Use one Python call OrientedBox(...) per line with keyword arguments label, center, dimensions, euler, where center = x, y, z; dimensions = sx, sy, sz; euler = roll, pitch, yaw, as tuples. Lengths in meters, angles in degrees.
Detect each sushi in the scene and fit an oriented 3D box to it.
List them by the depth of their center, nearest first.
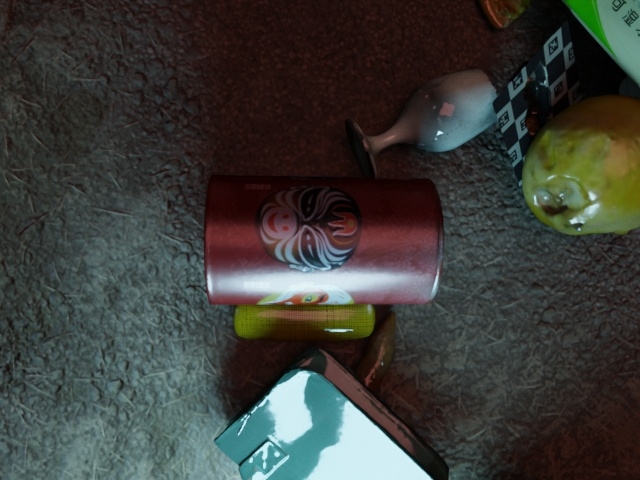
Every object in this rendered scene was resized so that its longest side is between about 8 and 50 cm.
OrientedBox(label="sushi", center=(0.359, -0.232, 0.913), dimensions=(0.192, 0.050, 0.215), euler=(-47, 135, -7))

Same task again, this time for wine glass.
OrientedBox(label="wine glass", center=(0.169, -0.195, 0.894), dimensions=(0.241, 0.126, 0.126), euler=(-23, 89, -4))

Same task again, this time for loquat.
OrientedBox(label="loquat", center=(0.454, -0.120, 0.865), dimensions=(0.244, 0.244, 0.243), euler=(0, 86, -5))

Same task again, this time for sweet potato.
OrientedBox(label="sweet potato", center=(0.085, 0.222, 0.893), dimensions=(0.065, 0.051, 0.218), euler=(20, 84, -43))

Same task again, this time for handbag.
OrientedBox(label="handbag", center=(0.022, 0.349, 0.839), dimensions=(0.326, 0.089, 0.238), euler=(43, 105, -3))

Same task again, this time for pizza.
OrientedBox(label="pizza", center=(0.328, -0.460, 0.967), dimensions=(0.099, 0.036, 0.159), euler=(-10, 87, -5))

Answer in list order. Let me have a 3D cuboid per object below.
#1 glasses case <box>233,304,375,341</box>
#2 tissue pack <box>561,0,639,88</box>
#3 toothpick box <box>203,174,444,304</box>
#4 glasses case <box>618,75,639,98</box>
OrientedBox(label="glasses case", center=(-0.026, 0.128, 0.884), dimensions=(0.234, 0.064, 0.079), euler=(0, 96, -4))
OrientedBox(label="tissue pack", center=(0.595, -0.358, 0.804), dimensions=(0.332, 0.205, 0.404), euler=(-17, 67, -28))
OrientedBox(label="toothpick box", center=(0.000, 0.000, 0.829), dimensions=(0.334, 0.204, 0.204), euler=(1, 86, -5))
OrientedBox(label="glasses case", center=(0.650, -0.304, 0.971), dimensions=(0.234, 0.059, 0.092), euler=(-32, 91, -6))
